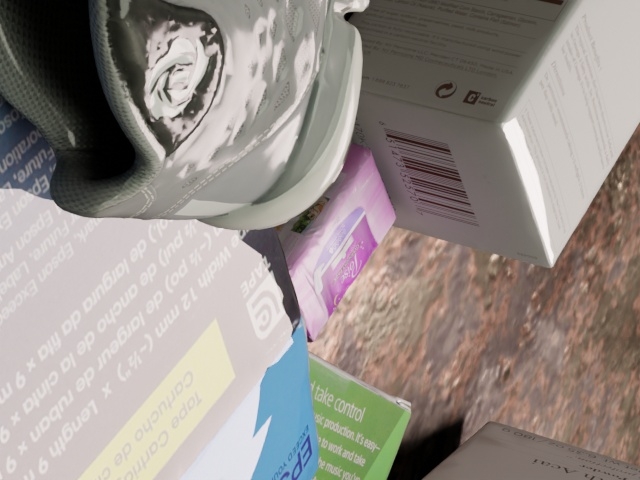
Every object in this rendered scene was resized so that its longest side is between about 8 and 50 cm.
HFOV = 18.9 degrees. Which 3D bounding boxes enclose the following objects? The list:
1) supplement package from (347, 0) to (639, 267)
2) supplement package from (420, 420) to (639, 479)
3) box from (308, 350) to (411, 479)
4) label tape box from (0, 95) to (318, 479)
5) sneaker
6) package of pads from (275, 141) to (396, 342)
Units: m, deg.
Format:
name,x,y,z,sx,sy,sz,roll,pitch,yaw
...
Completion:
name,x,y,z,sx,sy,sz,roll,pitch,yaw
supplement package,0.094,-0.095,0.902,0.179,0.105,0.105,-55,143,-26
supplement package,0.104,0.223,0.926,0.293,0.178,0.175,-24,128,-68
box,-0.084,0.184,0.803,0.232,0.058,0.322,35,76,-56
label tape box,-0.131,0.008,0.571,0.249,0.115,0.347,-50,139,-40
sneaker,-0.037,-0.111,0.508,0.132,0.086,0.228,-9,105,-57
package of pads,0.000,0.000,0.869,0.083,0.032,0.050,-56,142,-26
